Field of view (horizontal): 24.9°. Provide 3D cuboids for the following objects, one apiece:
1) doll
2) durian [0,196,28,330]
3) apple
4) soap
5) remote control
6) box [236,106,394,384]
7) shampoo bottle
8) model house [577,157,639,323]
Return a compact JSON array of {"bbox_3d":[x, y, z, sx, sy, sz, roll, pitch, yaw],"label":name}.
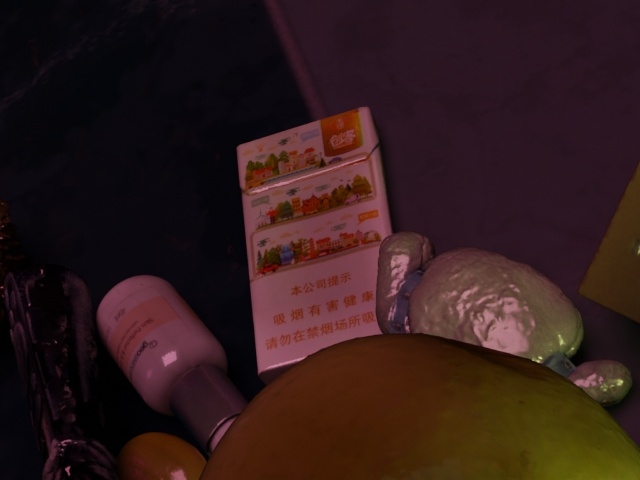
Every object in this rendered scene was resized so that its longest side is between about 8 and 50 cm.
[{"bbox_3d":[0.119,0.060,1.028,0.214,0.071,0.103,32,68,26],"label":"doll"},{"bbox_3d":[-0.299,0.044,1.211,0.148,0.091,0.188,-35,29,1],"label":"durian"},{"bbox_3d":[0.053,0.180,0.834,0.295,0.233,0.257,-48,25,-24],"label":"apple"},{"bbox_3d":[-0.138,0.207,1.065,0.089,0.045,0.140,23,72,38],"label":"soap"},{"bbox_3d":[-0.185,0.123,1.077,0.066,0.090,0.266,-11,48,-14],"label":"remote control"},{"bbox_3d":[0.000,0.000,1.147,0.122,0.032,0.220,-16,54,13],"label":"box"},{"bbox_3d":[-0.102,0.105,1.098,0.074,0.074,0.192,-39,52,-4],"label":"shampoo bottle"},{"bbox_3d":[0.323,0.002,0.946,0.248,0.176,0.181,27,112,12],"label":"model house"}]
